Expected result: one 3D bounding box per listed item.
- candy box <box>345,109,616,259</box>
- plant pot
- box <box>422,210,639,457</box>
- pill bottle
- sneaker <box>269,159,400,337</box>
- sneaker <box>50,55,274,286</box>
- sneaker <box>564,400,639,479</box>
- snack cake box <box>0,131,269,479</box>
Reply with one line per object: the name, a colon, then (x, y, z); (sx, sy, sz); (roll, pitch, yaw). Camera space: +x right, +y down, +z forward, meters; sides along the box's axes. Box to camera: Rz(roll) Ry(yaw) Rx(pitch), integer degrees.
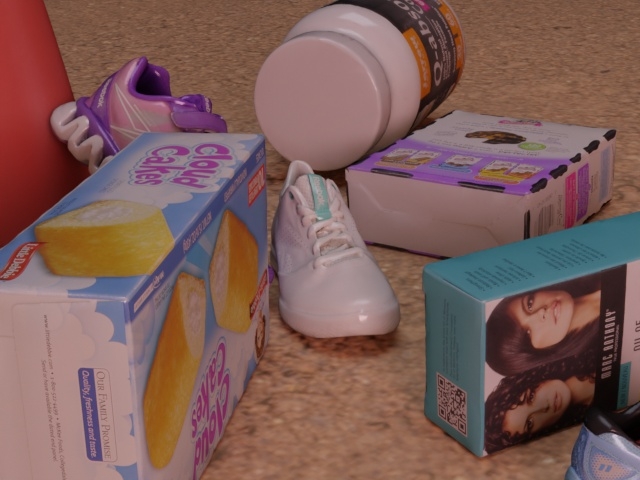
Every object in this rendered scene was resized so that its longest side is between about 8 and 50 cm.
candy box: (0.143, -0.049, 0.982); (0.164, 0.070, 0.196); (11, 25, 32)
plant pot: (-0.325, -0.107, 0.949); (0.274, 0.243, 0.275); (-3, 21, 1)
box: (0.179, 0.044, 0.693); (0.244, 0.101, 0.060); (-14, 24, -25)
pill bottle: (0.045, -0.175, 1.194); (0.162, 0.162, 0.278); (5, 22, 20)
sneaker: (0.000, 0.000, 0.837); (0.080, 0.094, 0.212); (-7, 22, -15)
sneaker: (-0.106, -0.054, 0.866); (0.236, 0.104, 0.095); (48, 8, 25)
sneaker: (0.202, 0.102, 0.576); (0.162, 0.073, 0.063); (-8, 21, -14)
snack cake box: (-0.100, 0.046, 0.650); (0.089, 0.152, 0.264); (2, 22, 11)
